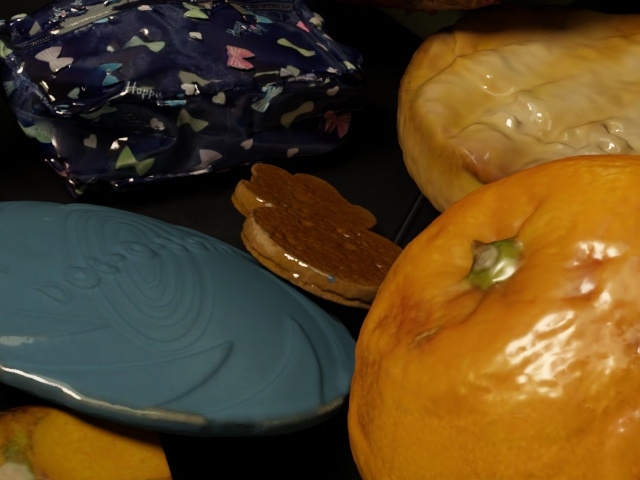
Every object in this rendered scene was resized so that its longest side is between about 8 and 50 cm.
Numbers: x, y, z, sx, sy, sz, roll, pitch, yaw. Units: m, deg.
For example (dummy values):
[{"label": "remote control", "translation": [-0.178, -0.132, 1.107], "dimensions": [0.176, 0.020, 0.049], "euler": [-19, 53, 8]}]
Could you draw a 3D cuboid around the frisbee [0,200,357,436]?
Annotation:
[{"label": "frisbee", "translation": [-0.108, 0.027, 0.982], "dimensions": [0.289, 0.049, 0.289], "euler": [15, 18, -5]}]

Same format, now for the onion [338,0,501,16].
[{"label": "onion", "translation": [0.099, -0.313, 1.211], "dimensions": [0.341, 0.341, 0.341], "euler": [4, 40, -3]}]

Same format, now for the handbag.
[{"label": "handbag", "translation": [-0.100, -0.118, 1.188], "dimensions": [0.260, 0.113, 0.162], "euler": [-13, 49, -23]}]

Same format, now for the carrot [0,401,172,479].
[{"label": "carrot", "translation": [-0.225, 0.159, 0.848], "dimensions": [0.302, 0.114, 0.114], "euler": [-12, 44, -20]}]

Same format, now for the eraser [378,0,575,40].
[{"label": "eraser", "translation": [0.136, -0.225, 1.385], "dimensions": [0.172, 0.058, 0.117], "euler": [-28, 53, -33]}]

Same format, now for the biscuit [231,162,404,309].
[{"label": "biscuit", "translation": [0.000, 0.000, 1.098], "dimensions": [0.124, 0.026, 0.175], "euler": [15, 22, -23]}]

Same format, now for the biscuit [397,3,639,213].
[{"label": "biscuit", "translation": [0.199, -0.071, 1.183], "dimensions": [0.296, 0.102, 0.296], "euler": [4, 35, -3]}]

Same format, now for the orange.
[{"label": "orange", "translation": [0.144, 0.085, 0.882], "dimensions": [0.261, 0.261, 0.261], "euler": [4, 40, -3]}]
